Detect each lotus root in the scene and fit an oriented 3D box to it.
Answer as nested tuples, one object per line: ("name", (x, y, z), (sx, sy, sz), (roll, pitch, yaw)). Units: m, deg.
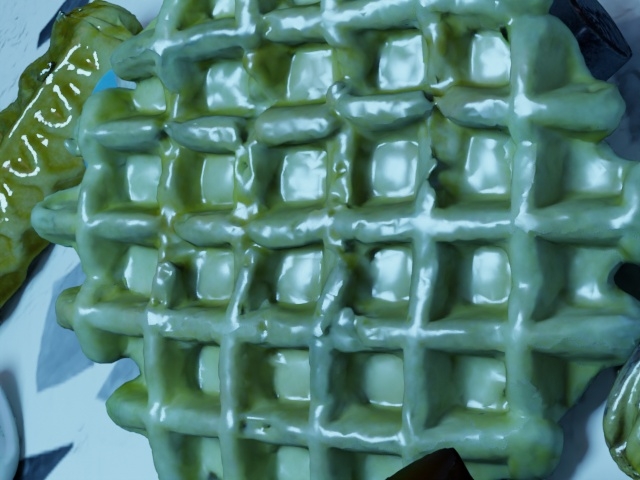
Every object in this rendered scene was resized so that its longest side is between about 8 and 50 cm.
("lotus root", (0.146, 0.052, 0.536), (0.099, 0.049, 0.054), (-58, 29, 9))

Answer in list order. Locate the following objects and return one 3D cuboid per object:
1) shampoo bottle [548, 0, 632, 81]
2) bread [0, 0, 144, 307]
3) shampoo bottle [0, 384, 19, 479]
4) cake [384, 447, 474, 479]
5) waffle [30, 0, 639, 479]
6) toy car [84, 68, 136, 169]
("shampoo bottle", (0.056, -0.035, 0.680), (0.214, 0.072, 0.072), (-42, 42, 26))
("bread", (-0.234, -0.010, 1.010), (0.367, 0.084, 0.077), (-54, -3, 12))
("shampoo bottle", (-0.294, 0.172, 0.983), (0.221, 0.051, 0.108), (-40, 63, 28))
("cake", (0.042, 0.198, 0.502), (0.185, 0.178, 0.207), (-46, 0, 44))
("waffle", (0.000, 0.000, 0.644), (0.309, 0.056, 0.292), (-46, 68, 23))
("toy car", (-0.061, -0.040, 0.824), (0.161, 0.098, 0.126), (42, 134, 24))
